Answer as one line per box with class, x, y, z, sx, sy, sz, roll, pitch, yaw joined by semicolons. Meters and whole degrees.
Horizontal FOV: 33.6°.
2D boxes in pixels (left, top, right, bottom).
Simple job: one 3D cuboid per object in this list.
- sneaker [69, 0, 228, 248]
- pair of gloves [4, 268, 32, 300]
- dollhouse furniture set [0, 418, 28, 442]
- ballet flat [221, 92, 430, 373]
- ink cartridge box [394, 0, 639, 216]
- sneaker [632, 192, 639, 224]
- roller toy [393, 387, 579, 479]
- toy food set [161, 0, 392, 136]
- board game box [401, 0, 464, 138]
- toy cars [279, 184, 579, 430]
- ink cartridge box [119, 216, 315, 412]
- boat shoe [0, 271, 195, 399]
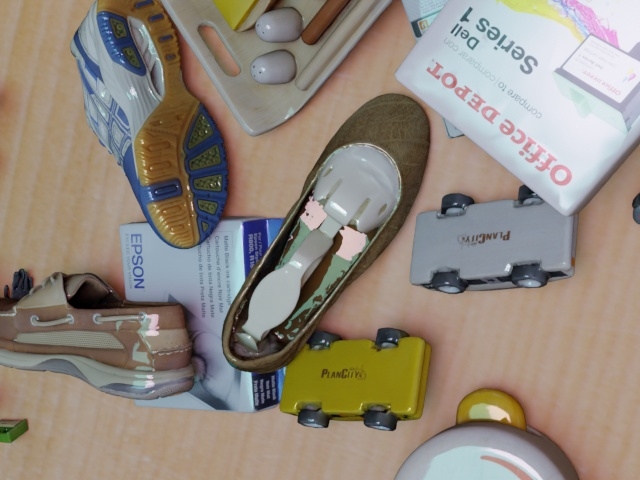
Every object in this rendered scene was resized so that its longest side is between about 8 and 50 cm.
sneaker;-0.196;-0.127;1.193;0.131;0.112;0.296;-23;81;50
pair of gloves;-0.396;0.070;1.304;0.010;0.083;0.074;34;120;51
dollhouse furniture set;-0.419;0.179;1.326;0.058;0.076;0.152;-4;106;23
ballet flat;0.000;0.000;1.094;0.116;0.124;0.342;37;99;4
ink cartridge box;0.230;-0.188;0.911;0.201;0.117;0.278;41;109;11
sneaker;0.406;0.031;0.981;0.261;0.104;0.125;22;106;17
roller toy;0.169;0.277;1.078;0.191;0.146;0.209;-42;76;11
toy food set;-0.048;-0.280;1.064;0.220;0.092;0.306;57;134;12
board game box;0.184;-0.278;1.029;0.224;0.097;0.303;-18;92;21
toy cars;0.119;0.081;1.101;0.394;0.087;0.176;-46;45;18
ink cartridge box;-0.118;0.085;1.215;0.224;0.045;0.223;-2;96;21
boat shoe;-0.276;0.090;1.207;0.324;0.123;0.116;9;99;25
